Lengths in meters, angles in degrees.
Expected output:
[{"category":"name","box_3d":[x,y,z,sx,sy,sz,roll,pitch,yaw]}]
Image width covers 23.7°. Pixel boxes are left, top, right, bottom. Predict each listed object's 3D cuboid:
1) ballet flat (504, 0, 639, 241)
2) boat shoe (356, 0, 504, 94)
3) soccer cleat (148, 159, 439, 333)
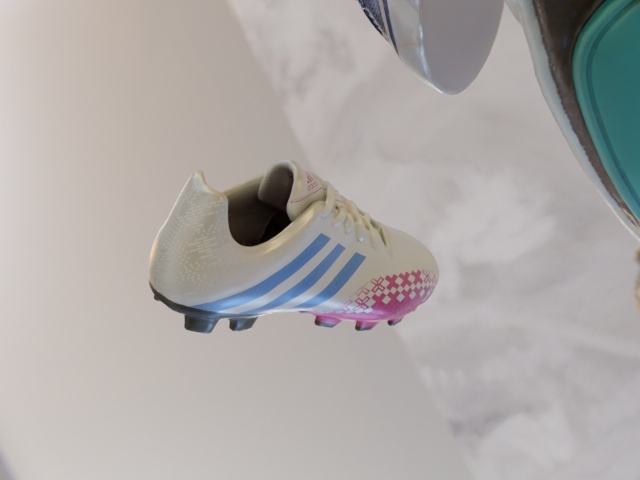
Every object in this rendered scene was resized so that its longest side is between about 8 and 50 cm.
[{"category":"ballet flat","box_3d":[0.114,-0.137,0.601,0.139,0.139,0.400,-6,-41,42]},{"category":"boat shoe","box_3d":[0.033,-0.254,1.169,0.158,0.127,0.340,27,-22,31]},{"category":"soccer cleat","box_3d":[0.000,0.000,1.340,0.116,0.331,0.143,38,-62,38]}]
